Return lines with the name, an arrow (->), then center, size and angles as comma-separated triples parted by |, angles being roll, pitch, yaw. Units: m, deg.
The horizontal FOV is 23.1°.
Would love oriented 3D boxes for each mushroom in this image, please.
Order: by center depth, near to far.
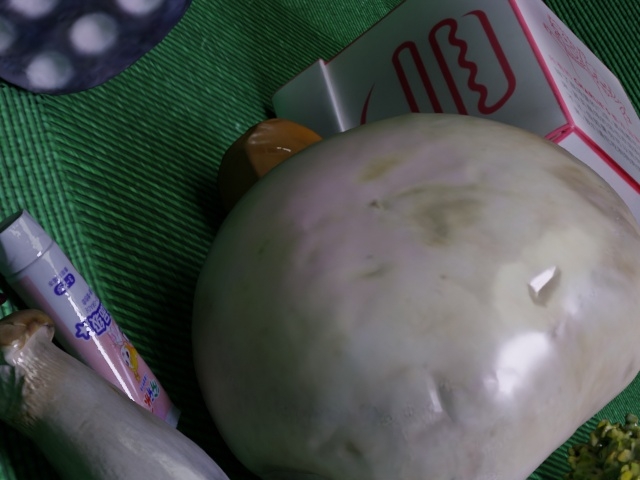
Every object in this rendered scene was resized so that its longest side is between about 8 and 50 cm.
mushroom -> -0.130, 0.140, 0.971 | 0.225, 0.093, 0.116 | 39, 8, -11
mushroom -> 0.095, 0.074, 1.206 | 0.353, 0.325, 0.353 | 38, 37, -37

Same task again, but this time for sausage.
sausage -> 0.000, 0.000, 1.424 | 0.241, 0.120, 0.136 | 54, 33, 1

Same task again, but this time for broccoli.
broccoli -> 0.368, 0.262, 1.682 | 0.180, 0.273, 0.242 | 27, -3, 41

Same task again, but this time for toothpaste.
toothpaste -> -0.160, 0.065, 1.086 | 0.194, 0.043, 0.067 | 53, 18, -17

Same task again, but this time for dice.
dice -> -0.216, -0.240, 1.245 | 0.181, 0.182, 0.183 | 29, 30, -46

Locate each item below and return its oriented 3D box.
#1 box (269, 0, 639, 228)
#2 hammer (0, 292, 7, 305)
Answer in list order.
box -> 0.176, -0.063, 1.651 | 0.314, 0.300, 0.312 | 35, 28, -41
hammer -> -0.253, 0.031, 0.966 | 0.178, 0.021, 0.065 | 22, 37, -60
